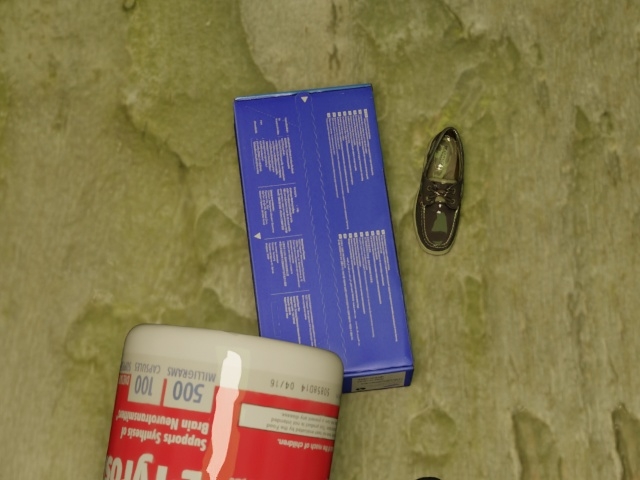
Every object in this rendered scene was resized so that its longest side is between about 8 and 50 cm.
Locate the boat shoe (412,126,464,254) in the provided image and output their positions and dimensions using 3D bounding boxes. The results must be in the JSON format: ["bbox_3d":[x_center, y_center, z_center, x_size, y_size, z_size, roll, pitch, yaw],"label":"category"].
[{"bbox_3d":[0.136,-0.060,2.113,0.056,0.049,0.152,4,69,0],"label":"boat shoe"}]

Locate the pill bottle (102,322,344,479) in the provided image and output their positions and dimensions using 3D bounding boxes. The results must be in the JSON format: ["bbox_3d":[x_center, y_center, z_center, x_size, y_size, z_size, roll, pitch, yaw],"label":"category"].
[{"bbox_3d":[-0.113,0.299,1.849,0.229,0.229,0.407,8,83,2],"label":"pill bottle"}]

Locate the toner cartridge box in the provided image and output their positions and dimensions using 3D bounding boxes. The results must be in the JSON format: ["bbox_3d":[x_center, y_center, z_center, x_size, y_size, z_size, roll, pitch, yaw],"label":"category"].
[{"bbox_3d":[0.000,0.000,2.073,0.165,0.075,0.348,-5,69,-5],"label":"toner cartridge box"}]

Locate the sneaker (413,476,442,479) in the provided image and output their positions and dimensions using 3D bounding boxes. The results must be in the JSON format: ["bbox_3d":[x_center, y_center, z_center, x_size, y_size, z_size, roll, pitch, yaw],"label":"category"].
[{"bbox_3d":[0.207,0.386,1.893,0.385,0.145,0.147,36,66,7],"label":"sneaker"}]
